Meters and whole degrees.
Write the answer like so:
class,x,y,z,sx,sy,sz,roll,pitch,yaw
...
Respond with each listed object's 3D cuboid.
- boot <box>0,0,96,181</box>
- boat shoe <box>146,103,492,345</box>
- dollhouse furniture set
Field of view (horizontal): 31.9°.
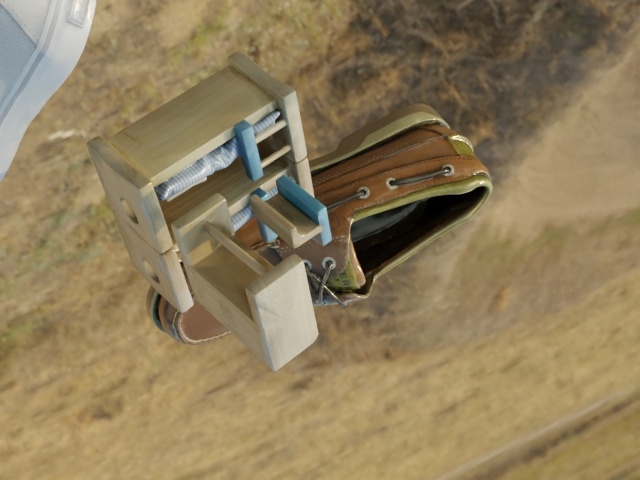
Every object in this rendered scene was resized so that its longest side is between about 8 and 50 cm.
class,x,y,z,sx,sy,sz,roll,pitch,yaw
boot,-0.240,-0.106,0.694,0.123,0.095,0.258,15,147,-27
boat shoe,0.000,0.000,0.931,0.307,0.104,0.111,-35,144,-5
dollhouse furniture set,-0.039,-0.007,0.744,0.129,0.183,0.129,-35,142,-21
